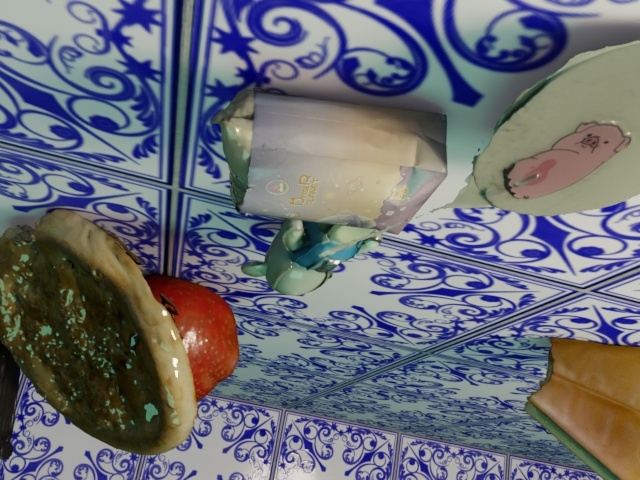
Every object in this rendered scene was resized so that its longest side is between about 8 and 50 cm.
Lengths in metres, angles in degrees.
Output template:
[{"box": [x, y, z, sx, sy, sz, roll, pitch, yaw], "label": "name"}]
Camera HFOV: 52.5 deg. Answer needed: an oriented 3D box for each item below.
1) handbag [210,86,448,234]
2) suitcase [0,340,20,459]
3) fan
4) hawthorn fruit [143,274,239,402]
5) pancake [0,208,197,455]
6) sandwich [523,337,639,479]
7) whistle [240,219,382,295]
[{"box": [0.000, -0.063, 0.497, 0.173, 0.095, 0.117, 6, 154, -12], "label": "handbag"}, {"box": [-0.598, 0.169, 1.019, 0.229, 0.336, 0.152, 2, 173, 19], "label": "suitcase"}, {"box": [0.130, -0.039, 0.460, 0.310, 0.010, 0.182, -24, 144, 24], "label": "fan"}, {"box": [-0.248, 0.146, 1.016, 0.205, 0.205, 0.253, -3, 144, 31], "label": "hawthorn fruit"}, {"box": [-0.328, 0.132, 0.900, 0.382, 0.071, 0.383, 14, 120, 26], "label": "pancake"}, {"box": [0.405, 0.270, 0.981, 0.185, 0.220, 0.108, 3, 160, 17], "label": "sandwich"}, {"box": [0.000, 0.000, 0.683, 0.113, 0.077, 0.235, 9, 156, -23], "label": "whistle"}]
